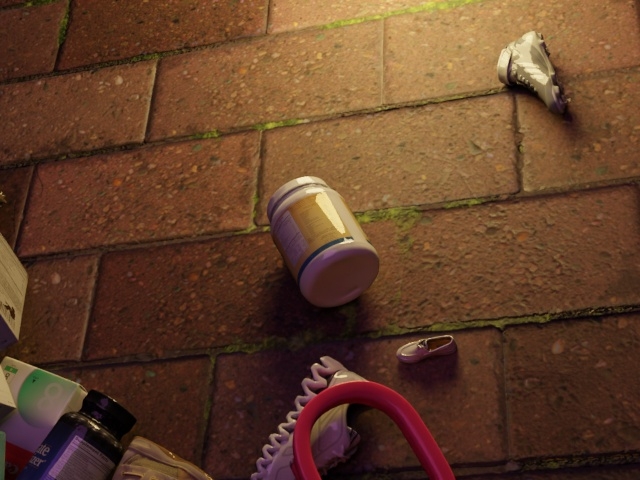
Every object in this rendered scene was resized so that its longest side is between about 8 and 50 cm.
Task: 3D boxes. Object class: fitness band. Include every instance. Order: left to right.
[{"bbox_3d":[0.079,0.346,1.615,0.209,0.054,0.291,-23,68,-20],"label":"fitness band"}]

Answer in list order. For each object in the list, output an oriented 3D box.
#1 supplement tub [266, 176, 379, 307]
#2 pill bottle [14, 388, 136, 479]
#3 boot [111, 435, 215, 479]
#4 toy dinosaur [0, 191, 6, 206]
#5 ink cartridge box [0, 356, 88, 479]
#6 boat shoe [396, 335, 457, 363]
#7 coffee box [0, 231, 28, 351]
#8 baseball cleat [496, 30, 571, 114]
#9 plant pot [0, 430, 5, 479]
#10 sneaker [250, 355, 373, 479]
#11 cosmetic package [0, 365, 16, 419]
[{"bbox_3d":[0.000,0.000,1.883,0.144,0.144,0.200,-29,52,-2],"label":"supplement tub"},{"bbox_3d":[-0.398,0.357,1.783,0.122,0.123,0.219,20,65,30],"label":"pill bottle"},{"bbox_3d":[-0.254,0.434,1.691,0.262,0.095,0.203,20,63,37],"label":"boot"},{"bbox_3d":[-0.678,-0.087,2.146,0.121,0.314,0.160,-4,26,-15],"label":"toy dinosaur"},{"bbox_3d":[-0.530,0.326,1.897,0.181,0.056,0.225,15,61,28],"label":"ink cartridge box"},{"bbox_3d":[0.169,0.172,1.772,0.100,0.035,0.035,-10,54,12],"label":"boat shoe"},{"bbox_3d":[-0.632,0.110,1.966,0.168,0.119,0.297,-27,24,-1],"label":"coffee box"},{"bbox_3d":[0.386,-0.293,2.015,0.109,0.072,0.206,-24,46,20],"label":"baseball cleat"},{"bbox_3d":[-0.649,0.386,1.744,0.165,0.234,0.165,-36,48,34],"label":"plant pot"},{"bbox_3d":[-0.013,0.321,1.694,0.118,0.110,0.292,23,68,19],"label":"sneaker"},{"bbox_3d":[-0.643,0.315,1.900,0.239,0.060,0.099,-37,59,10],"label":"cosmetic package"}]
